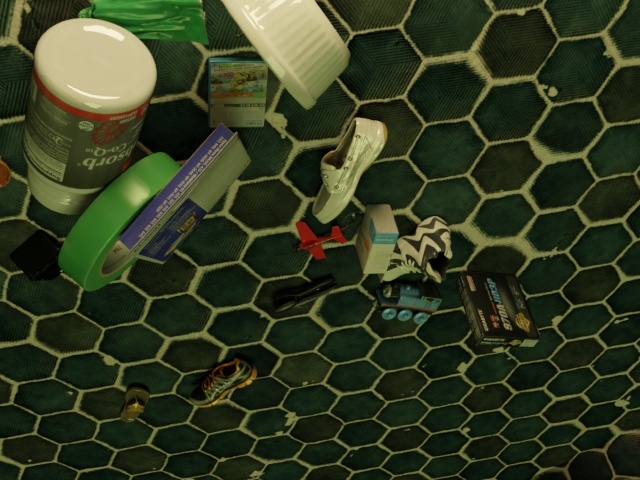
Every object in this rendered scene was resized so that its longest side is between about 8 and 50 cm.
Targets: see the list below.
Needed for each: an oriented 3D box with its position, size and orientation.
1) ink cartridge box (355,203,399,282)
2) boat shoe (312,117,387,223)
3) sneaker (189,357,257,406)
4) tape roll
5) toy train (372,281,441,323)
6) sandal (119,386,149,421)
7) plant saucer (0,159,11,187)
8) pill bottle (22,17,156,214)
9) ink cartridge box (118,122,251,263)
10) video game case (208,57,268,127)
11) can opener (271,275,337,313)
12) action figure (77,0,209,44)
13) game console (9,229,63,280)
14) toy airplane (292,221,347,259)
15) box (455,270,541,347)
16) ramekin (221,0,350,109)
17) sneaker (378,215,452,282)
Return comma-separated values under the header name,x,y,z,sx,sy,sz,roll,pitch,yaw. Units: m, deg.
name,x,y,z,sx,sy,sz,roll,pitch,yaw
ink cartridge box,0.134,0.010,2.007,0.061,0.104,0.181,0,135,-14
boat shoe,0.040,-0.162,1.816,0.096,0.098,0.277,16,120,-28
sneaker,-0.292,0.403,2.339,0.214,0.084,0.083,-32,133,6
tape roll,-0.400,-0.038,1.687,0.077,0.321,0.321,42,123,4
toy train,0.236,0.163,2.218,0.184,0.080,0.105,10,124,-20
sandal,-0.547,0.490,2.385,0.072,0.049,0.180,10,133,-23
plant saucer,-0.696,-0.144,1.709,0.083,0.013,0.083,-7,138,-6
pill bottle,-0.446,-0.218,1.528,0.210,0.210,0.363,8,146,-21
ink cartridge box,-0.268,-0.091,1.614,0.304,0.072,0.307,-49,174,-3
video game case,-0.171,-0.302,1.671,0.119,0.015,0.166,-2,136,-11
can opener,-0.042,0.147,2.145,0.186,0.073,0.059,-22,129,-4
action figure,-0.327,-0.414,1.480,0.232,0.064,0.137,-3,138,-1
game console,-0.645,0.036,1.912,0.122,0.071,0.107,-35,163,23
toy airplane,0.000,0.000,2.020,0.151,0.028,0.151,-6,136,-6
box,0.476,0.185,2.191,0.175,0.220,0.051,5,137,-17
ramekin,-0.058,-0.379,1.448,0.127,0.273,0.273,-37,133,7
sneaker,0.244,0.064,2.055,0.235,0.153,0.094,-36,132,23
